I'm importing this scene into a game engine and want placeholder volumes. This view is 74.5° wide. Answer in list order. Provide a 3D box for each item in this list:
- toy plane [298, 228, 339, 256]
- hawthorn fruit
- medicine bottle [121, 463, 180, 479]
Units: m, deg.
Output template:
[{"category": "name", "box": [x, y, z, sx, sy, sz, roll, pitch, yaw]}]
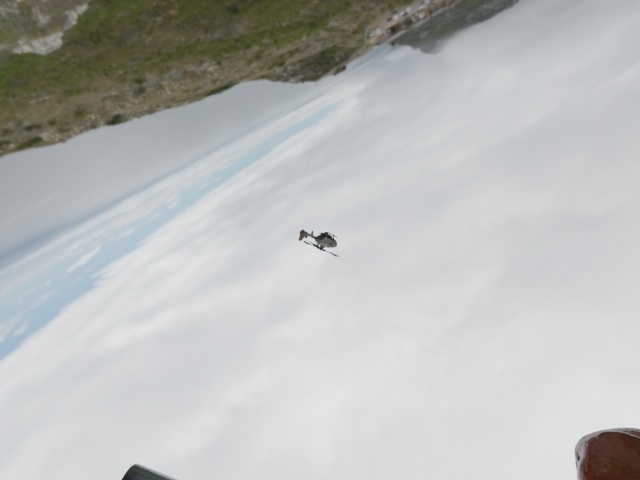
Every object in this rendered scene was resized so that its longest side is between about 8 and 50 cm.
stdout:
[{"category": "toy plane", "box": [0.000, 0.000, 1.049, 0.031, 0.121, 0.049, -10, -122, 62]}, {"category": "hawthorn fruit", "box": [0.388, 0.299, 0.531, 0.128, 0.128, 0.128, -26, -164, 8]}, {"category": "medicine bottle", "box": [-0.240, 0.449, 0.703, 0.083, 0.203, 0.083, -159, -90, -89]}]
